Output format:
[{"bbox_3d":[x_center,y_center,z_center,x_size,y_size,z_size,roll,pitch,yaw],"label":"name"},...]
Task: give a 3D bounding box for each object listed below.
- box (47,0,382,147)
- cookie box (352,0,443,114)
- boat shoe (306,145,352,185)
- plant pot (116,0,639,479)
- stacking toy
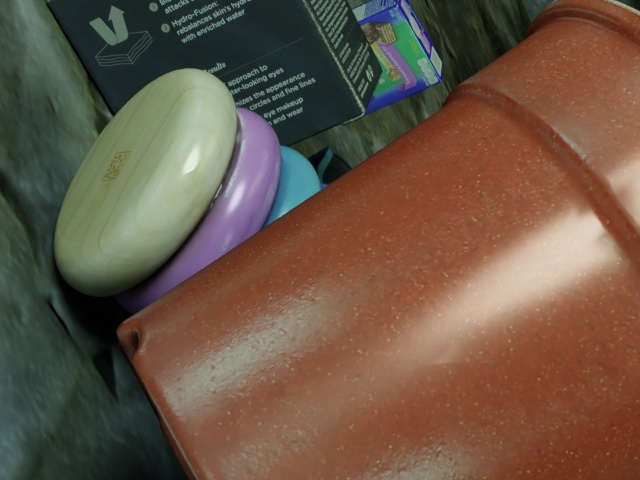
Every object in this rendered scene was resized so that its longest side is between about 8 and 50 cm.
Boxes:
[{"bbox_3d":[-0.065,-0.135,0.860,0.158,0.156,0.093,61,22,-18],"label":"box"},{"bbox_3d":[0.048,-0.172,1.227,0.092,0.107,0.040,56,26,-28],"label":"cookie box"},{"bbox_3d":[0.000,0.000,0.952,0.089,0.109,0.258,53,27,-9],"label":"boat shoe"},{"bbox_3d":[0.064,0.064,0.616,0.272,0.265,0.272,58,-10,17],"label":"plant pot"},{"bbox_3d":[0.009,0.042,0.785,0.330,0.141,0.141,35,36,-28],"label":"stacking toy"}]
